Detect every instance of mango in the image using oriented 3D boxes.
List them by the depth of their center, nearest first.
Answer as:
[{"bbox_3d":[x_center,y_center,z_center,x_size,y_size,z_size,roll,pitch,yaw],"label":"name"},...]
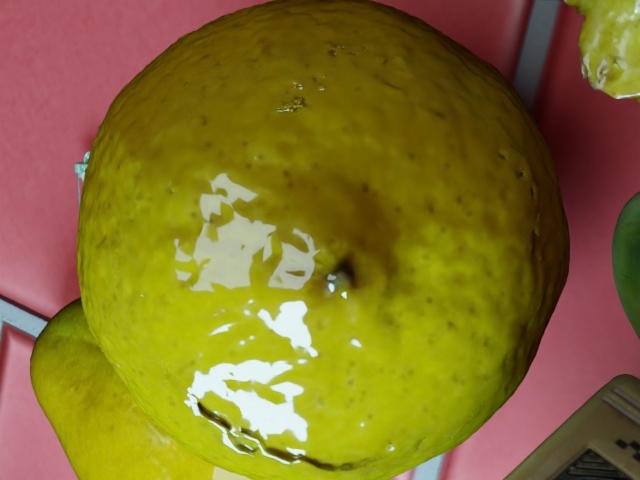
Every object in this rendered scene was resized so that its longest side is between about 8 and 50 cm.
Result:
[{"bbox_3d":[-0.095,0.127,0.949,0.317,0.119,0.176,30,113,38],"label":"mango"}]

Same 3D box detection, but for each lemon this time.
[{"bbox_3d":[0.000,0.000,0.770,0.293,0.293,0.293,4,96,34],"label":"lemon"}]

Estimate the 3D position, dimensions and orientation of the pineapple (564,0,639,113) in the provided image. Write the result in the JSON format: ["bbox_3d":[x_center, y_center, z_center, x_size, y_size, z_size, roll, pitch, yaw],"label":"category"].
[{"bbox_3d":[0.254,-0.059,0.666,0.250,0.140,0.164,-6,87,36],"label":"pineapple"}]

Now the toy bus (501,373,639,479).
[{"bbox_3d":[0.226,0.243,0.660,0.365,0.202,0.177,35,127,25],"label":"toy bus"}]

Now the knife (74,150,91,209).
[{"bbox_3d":[-0.112,-0.027,0.994,0.166,0.023,0.078,0,101,36],"label":"knife"}]

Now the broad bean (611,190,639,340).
[{"bbox_3d":[0.246,0.039,0.725,0.207,0.072,0.153,37,131,24],"label":"broad bean"}]
